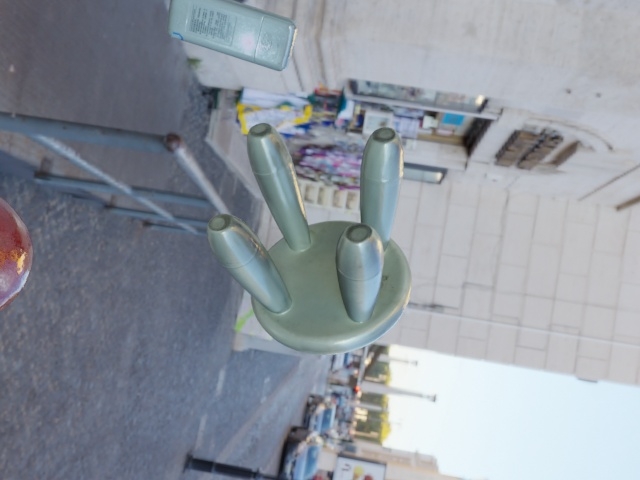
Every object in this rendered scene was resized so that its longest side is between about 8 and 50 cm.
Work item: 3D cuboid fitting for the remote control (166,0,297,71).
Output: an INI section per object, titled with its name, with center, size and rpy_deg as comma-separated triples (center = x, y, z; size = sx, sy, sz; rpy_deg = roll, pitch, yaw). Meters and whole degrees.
[remote control]
center = -0.085, -0.201, 0.680
size = 0.018, 0.124, 0.053
rpy_deg = -69, 176, -62

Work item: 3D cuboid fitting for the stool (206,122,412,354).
[stool]
center = 0.000, 0.000, 0.801
size = 0.199, 0.195, 0.195
rpy_deg = 77, 23, -50

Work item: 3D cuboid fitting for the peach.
[peach]
center = -0.571, 0.011, 1.133
size = 0.199, 0.243, 0.243
rpy_deg = -46, 170, -6
